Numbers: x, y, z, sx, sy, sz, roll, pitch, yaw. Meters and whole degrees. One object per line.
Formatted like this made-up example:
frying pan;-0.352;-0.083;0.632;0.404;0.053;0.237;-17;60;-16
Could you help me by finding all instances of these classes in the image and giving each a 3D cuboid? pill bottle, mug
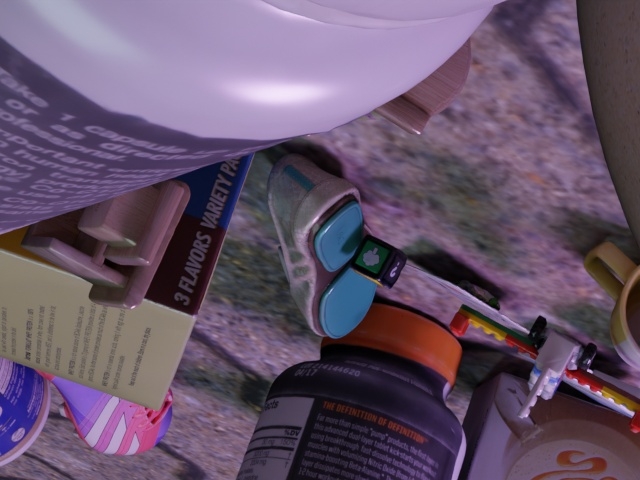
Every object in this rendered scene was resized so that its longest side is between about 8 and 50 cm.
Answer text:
pill bottle;-0.291;0.096;1.376;0.112;0.112;0.186;10;158;21
pill bottle;0.011;0.162;1.095;0.130;0.245;0.130;18;159;7
mug;0.175;0.035;0.925;0.062;0.078;0.064;-13;170;-7
pill bottle;-0.068;-0.115;0.525;0.204;0.204;0.361;30;156;-28

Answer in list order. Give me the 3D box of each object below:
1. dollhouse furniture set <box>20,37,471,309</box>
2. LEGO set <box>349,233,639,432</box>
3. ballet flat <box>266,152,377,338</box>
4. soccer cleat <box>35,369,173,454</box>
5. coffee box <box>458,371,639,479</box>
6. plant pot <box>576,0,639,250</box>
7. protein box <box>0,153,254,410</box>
dollhouse furniture set;-0.010;-0.038;0.690;0.101;0.161;0.182;30;168;-27
LEGO set;0.125;0.076;0.984;0.244;0.060;0.182;32;175;-33
ballet flat;0.000;0.000;0.994;0.052;0.057;0.168;42;162;20
soccer cleat;-0.145;0.099;1.311;0.095;0.083;0.248;6;154;19
coffee box;0.201;0.193;1.150;0.247;0.141;0.098;20;166;-2
plant pot;0.195;-0.037;0.520;0.284;0.191;0.284;16;158;7
protein box;-0.145;-0.028;0.906;0.201;0.136;0.200;19;160;-3
